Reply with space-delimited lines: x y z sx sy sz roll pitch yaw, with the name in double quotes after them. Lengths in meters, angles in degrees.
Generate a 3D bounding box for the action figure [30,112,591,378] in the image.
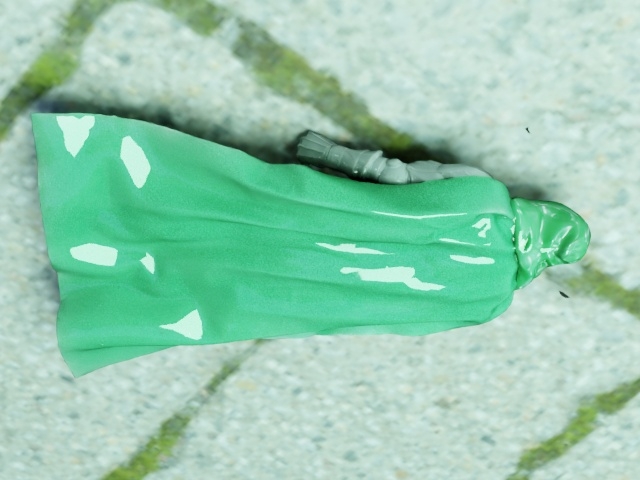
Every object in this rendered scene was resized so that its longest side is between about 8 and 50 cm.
0.000 0.000 0.640 0.232 0.063 0.137 1 127 5 "action figure"
